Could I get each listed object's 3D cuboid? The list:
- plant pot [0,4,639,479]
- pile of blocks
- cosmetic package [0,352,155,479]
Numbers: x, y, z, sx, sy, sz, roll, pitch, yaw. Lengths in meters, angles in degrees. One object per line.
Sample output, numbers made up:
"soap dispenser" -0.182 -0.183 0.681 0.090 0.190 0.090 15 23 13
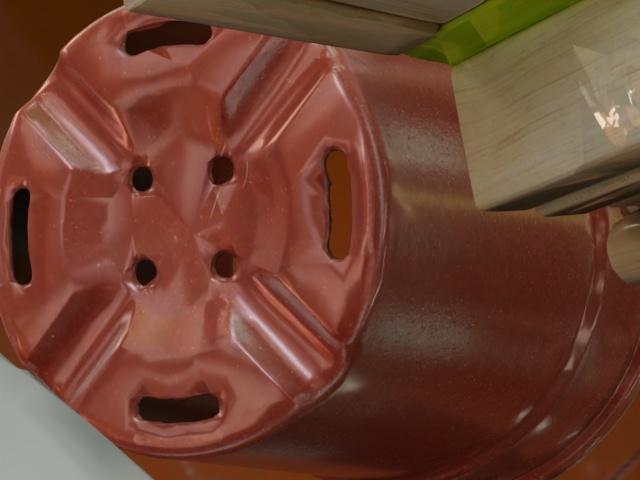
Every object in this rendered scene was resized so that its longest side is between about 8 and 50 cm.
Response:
"plant pot" 0.000 0.000 0.901 0.265 0.272 0.272 9 61 -62
"pile of blocks" 0.115 -0.060 0.500 0.362 0.113 0.149 33 60 -23
"cosmetic package" -0.135 0.219 0.513 0.097 0.284 0.377 -1 114 -41
